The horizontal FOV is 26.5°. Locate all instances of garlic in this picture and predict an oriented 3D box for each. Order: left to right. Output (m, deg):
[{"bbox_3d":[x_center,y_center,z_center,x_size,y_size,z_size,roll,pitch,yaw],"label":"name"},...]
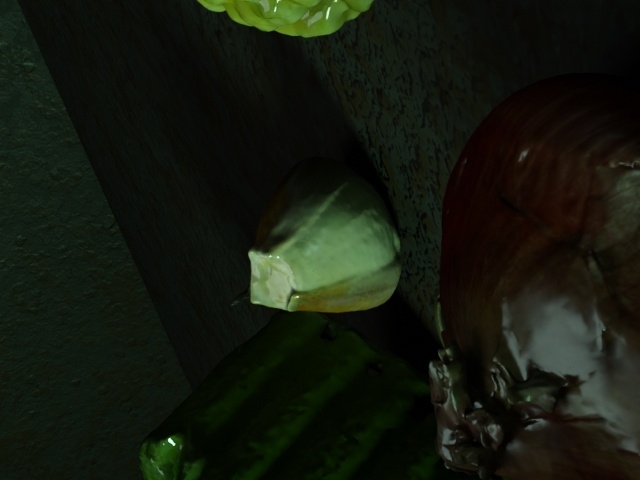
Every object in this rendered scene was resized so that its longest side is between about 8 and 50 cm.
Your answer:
[{"bbox_3d":[0.006,0.007,1.052,0.115,0.128,0.207,20,173,-2],"label":"garlic"}]

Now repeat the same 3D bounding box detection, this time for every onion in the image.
[{"bbox_3d":[0.120,0.051,0.577,0.230,0.163,0.230,50,168,14],"label":"onion"}]

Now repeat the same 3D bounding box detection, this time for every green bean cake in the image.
[{"bbox_3d":[0.027,0.256,1.152,0.335,0.218,0.319,35,153,30],"label":"green bean cake"}]

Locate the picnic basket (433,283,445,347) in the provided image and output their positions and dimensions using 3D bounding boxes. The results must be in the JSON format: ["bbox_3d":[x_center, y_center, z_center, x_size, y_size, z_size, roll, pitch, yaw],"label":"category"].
[{"bbox_3d":[0.105,0.038,0.774,0.072,0.083,0.072,58,167,22],"label":"picnic basket"}]

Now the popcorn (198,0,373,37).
[{"bbox_3d":[-0.033,-0.186,0.709,0.173,0.142,0.173,55,173,10],"label":"popcorn"}]
